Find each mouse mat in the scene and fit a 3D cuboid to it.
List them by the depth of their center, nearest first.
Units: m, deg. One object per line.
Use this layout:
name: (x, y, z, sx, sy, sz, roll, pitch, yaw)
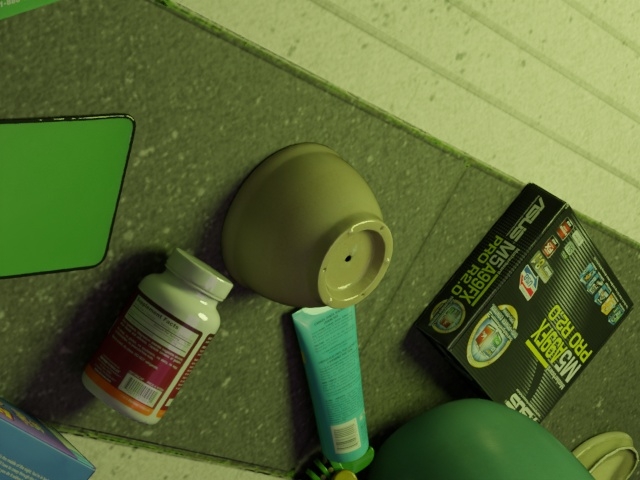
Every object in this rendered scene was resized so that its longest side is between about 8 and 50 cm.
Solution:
mouse mat: (-0.246, -0.035, 1.450, 0.189, 0.007, 0.153, -6, 120, -42)

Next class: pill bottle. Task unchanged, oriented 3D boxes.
pill bottle: (-0.148, 0.087, 1.574, 0.152, 0.086, 0.086, -57, 141, 2)

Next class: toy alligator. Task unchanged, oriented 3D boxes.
toy alligator: (-0.014, 0.294, 1.891, 0.051, 0.056, 0.190, 39, 87, -9)

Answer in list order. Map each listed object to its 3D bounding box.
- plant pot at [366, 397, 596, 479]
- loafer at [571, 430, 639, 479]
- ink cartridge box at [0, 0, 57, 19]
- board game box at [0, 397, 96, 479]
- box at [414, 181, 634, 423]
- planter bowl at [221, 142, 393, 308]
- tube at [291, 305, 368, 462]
plant pot: (0.183, 0.322, 1.930, 0.293, 0.235, 0.293, -18, 141, -15)
loafer: (0.337, 0.359, 2.259, 0.268, 0.092, 0.102, -38, 138, -22)
ink cartridge box: (-0.200, -0.325, 1.197, 0.211, 0.121, 0.289, -25, 132, -33)
board game box: (-0.377, 0.211, 1.432, 0.233, 0.078, 0.347, -52, 141, -4)
box: (0.246, 0.088, 2.000, 0.216, 0.060, 0.270, -50, 141, -7)
planter bowl: (0.000, 0.000, 1.646, 0.162, 0.109, 0.162, -25, 132, -32)
tube: (0.015, 0.144, 1.816, 0.080, 0.052, 0.207, -33, 131, -32)
